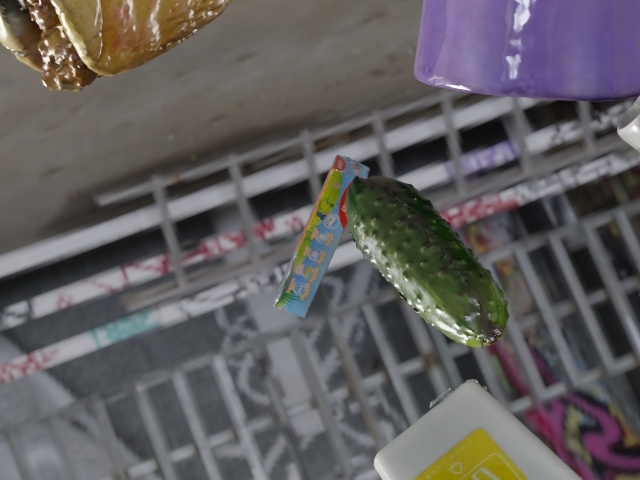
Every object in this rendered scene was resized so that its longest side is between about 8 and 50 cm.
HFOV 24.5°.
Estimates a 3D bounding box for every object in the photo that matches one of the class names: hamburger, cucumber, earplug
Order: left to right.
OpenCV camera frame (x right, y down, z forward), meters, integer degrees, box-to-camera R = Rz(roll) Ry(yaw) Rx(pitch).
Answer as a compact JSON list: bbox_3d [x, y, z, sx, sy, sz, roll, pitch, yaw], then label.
[{"bbox_3d":[-0.203,-0.254,1.492,0.282,0.155,0.245,24,91,-59],"label":"hamburger"},{"bbox_3d":[0.076,0.015,1.069,0.069,0.227,0.069,-12,123,-19],"label":"cucumber"},{"bbox_3d":[0.200,-0.352,1.266,0.215,0.455,0.215,3,-167,-1],"label":"earplug"}]

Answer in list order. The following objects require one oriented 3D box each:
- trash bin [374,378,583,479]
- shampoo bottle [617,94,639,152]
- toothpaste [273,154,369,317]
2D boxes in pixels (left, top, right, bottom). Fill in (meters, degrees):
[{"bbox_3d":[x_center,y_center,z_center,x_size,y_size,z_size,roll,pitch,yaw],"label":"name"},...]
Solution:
[{"bbox_3d":[0.253,0.378,1.817,0.256,0.367,0.296,-40,134,-2],"label":"trash bin"},{"bbox_3d":[0.345,-0.038,1.193,0.056,0.227,0.086,-51,-178,11],"label":"shampoo bottle"},{"bbox_3d":[0.000,0.000,1.721,0.070,0.044,0.193,-77,-170,-65],"label":"toothpaste"}]
